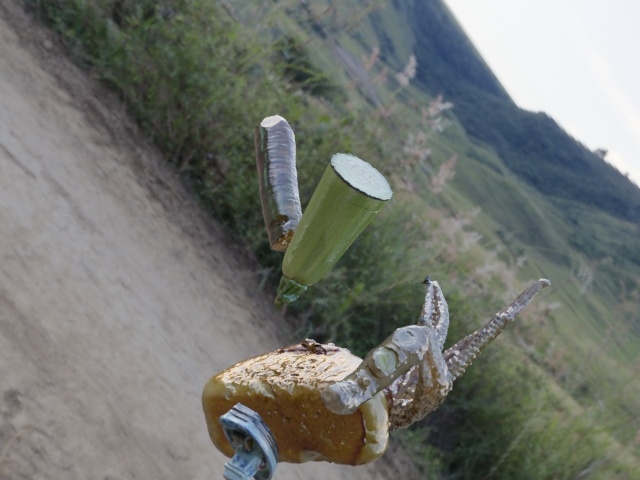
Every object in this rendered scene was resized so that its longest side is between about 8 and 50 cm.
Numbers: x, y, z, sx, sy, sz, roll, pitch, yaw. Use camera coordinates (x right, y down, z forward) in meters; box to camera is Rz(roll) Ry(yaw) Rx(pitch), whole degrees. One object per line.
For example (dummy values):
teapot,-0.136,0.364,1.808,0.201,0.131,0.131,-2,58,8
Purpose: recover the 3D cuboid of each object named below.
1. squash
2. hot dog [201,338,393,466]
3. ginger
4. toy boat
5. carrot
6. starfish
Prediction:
squash,0.000,0.000,1.048,0.094,0.224,0.094,28,21,-12
hot dog,-0.022,0.224,1.096,0.153,0.257,0.150,-34,120,-68
ginger,0.062,0.152,0.903,0.051,0.069,0.173,47,50,10
toy boat,-0.084,0.243,0.898,0.059,0.066,0.140,22,-32,28
carrot,-0.063,-0.091,1.248,0.070,0.070,0.260,43,28,-45
starfish,0.125,0.182,1.194,0.132,0.384,0.398,44,-23,-3
